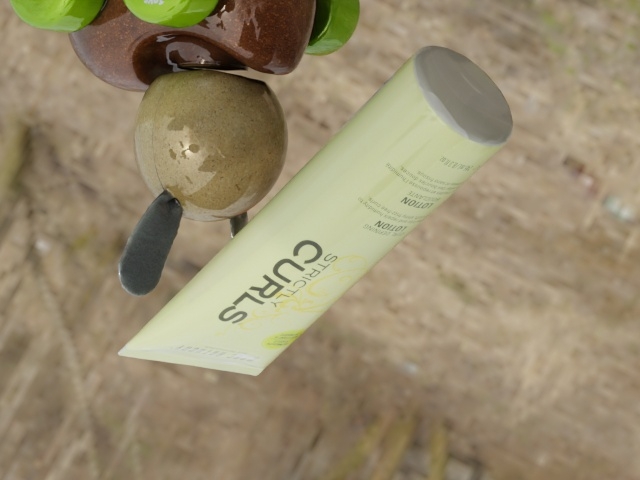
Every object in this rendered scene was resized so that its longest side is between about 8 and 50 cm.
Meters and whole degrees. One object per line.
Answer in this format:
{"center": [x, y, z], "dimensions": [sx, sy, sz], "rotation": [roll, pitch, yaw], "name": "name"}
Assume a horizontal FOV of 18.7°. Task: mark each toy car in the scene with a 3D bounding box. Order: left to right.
{"center": [-0.073, -0.063, 1.043], "dimensions": [0.149, 0.188, 0.155], "rotation": [2, 179, 35], "name": "toy car"}

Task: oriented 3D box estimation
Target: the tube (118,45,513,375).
{"center": [0.000, 0.000, 0.975], "dimensions": [0.070, 0.062, 0.240], "rotation": [42, 125, -7], "name": "tube"}
